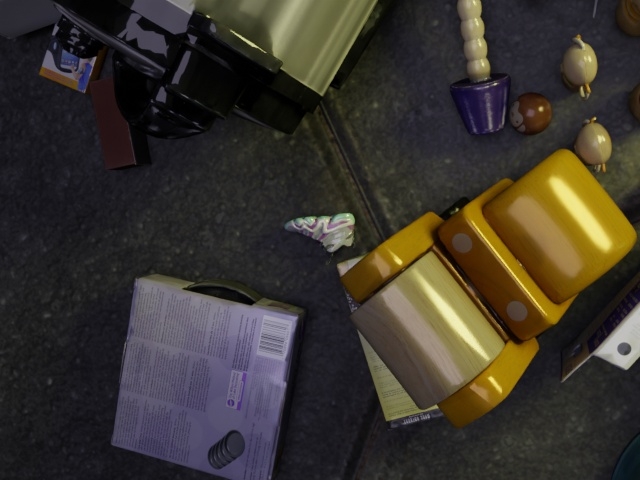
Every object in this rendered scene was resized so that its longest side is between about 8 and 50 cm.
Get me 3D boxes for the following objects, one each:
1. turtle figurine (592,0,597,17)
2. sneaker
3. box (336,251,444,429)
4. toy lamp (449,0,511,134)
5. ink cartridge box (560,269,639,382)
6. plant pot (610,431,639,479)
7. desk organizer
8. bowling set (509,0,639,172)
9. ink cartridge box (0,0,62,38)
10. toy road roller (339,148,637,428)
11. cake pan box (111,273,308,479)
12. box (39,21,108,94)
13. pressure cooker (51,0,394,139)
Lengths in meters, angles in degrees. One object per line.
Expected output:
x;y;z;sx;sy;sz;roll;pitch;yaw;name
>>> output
0.268;-0.384;0.957;0.118;0.175;0.234;-8;84;32;turtle figurine
0.000;0.000;1.102;0.098;0.038;0.069;-5;92;14;sneaker
0.099;0.128;1.077;0.087;0.058;0.232;-19;90;14;box
0.184;-0.268;0.993;0.080;0.080;0.275;-10;107;14;toy lamp
0.363;0.085;0.934;0.045;0.206;0.208;43;103;11;ink cartridge box
0.478;0.348;0.900;0.271;0.255;0.272;1;94;14;plant pot
-0.287;-0.168;1.156;0.050;0.047;0.130;-10;92;17;desk organizer
0.328;-0.152;0.951;0.199;0.154;0.287;-15;90;14;bowling set
-0.421;-0.448;1.077;0.198;0.197;0.270;-14;84;14;ink cartridge box
0.204;0.029;0.910;0.202;0.329;0.240;52;125;6;toy road roller
-0.158;0.190;1.141;0.245;0.070;0.267;10;97;11;cake pan box
-0.350;-0.290;1.172;0.081;0.028;0.136;23;101;11;box
-0.119;-0.319;0.939;0.375;0.370;0.421;32;97;13;pressure cooker
